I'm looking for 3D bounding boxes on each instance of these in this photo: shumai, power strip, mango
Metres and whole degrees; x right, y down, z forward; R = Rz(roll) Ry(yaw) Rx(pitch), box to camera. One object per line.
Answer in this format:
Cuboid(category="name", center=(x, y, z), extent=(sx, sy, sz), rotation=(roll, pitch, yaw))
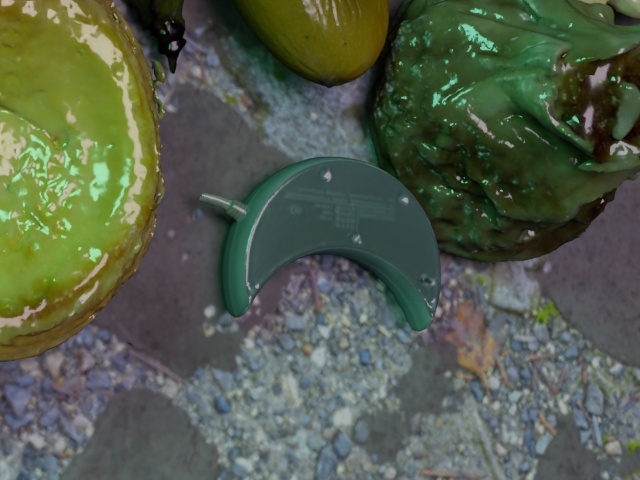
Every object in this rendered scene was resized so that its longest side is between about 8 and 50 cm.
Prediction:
Cuboid(category="shumai", center=(0.171, -0.109, 1.597), extent=(0.189, 0.218, 0.255), rotation=(-23, 100, -36))
Cuboid(category="power strip", center=(0.000, 0.000, 1.569), extent=(0.216, 0.044, 0.137), rotation=(8, 84, -29))
Cuboid(category="mango", center=(-0.030, -0.231, 1.550), extent=(0.237, 0.091, 0.137), rotation=(54, 40, -10))

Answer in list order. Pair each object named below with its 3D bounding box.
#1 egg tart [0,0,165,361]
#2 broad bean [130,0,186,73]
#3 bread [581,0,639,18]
Cuboid(category="egg tart", center=(-0.257, -0.061, 1.382), extent=(0.315, 0.120, 0.314), rotation=(3, 84, -29))
Cuboid(category="broad bean", center=(-0.146, -0.295, 1.508), extent=(0.077, 0.061, 0.339), rotation=(-18, 94, -20))
Cuboid(category="bread", center=(0.232, -0.338, 1.749), extent=(0.316, 0.054, 0.316), rotation=(5, 81, -32))
